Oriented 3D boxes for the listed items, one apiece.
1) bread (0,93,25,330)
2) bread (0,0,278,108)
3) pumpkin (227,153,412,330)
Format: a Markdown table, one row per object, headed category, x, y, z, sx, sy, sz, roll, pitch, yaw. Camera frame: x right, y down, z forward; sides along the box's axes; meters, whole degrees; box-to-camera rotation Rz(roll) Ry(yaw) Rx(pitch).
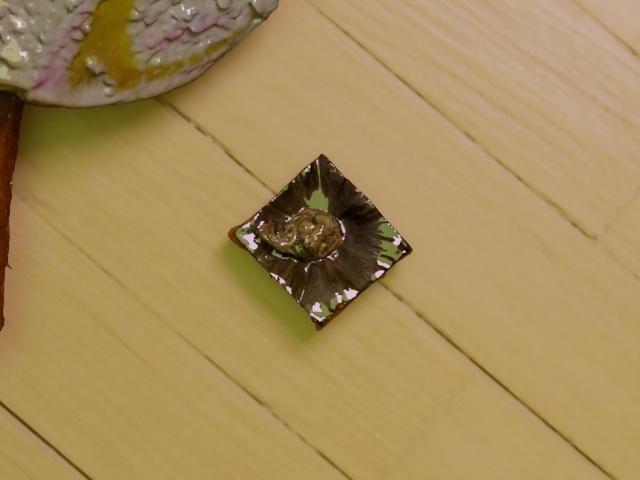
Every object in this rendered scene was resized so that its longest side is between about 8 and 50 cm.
| category | x | y | z | sx | sy | sz | roll | pitch | yaw |
| --- | --- | --- | --- | --- | --- | --- | --- | --- | --- |
| bread | -0.238 | -0.018 | 1.070 | 0.132 | 0.103 | 0.172 | 5 | 85 | -5 |
| bread | -0.148 | -0.172 | 1.049 | 0.260 | 0.156 | 0.158 | 27 | 114 | -7 |
| pumpkin | 0.000 | 0.000 | 1.090 | 0.074 | 0.054 | 0.083 | -43 | 83 | -4 |
